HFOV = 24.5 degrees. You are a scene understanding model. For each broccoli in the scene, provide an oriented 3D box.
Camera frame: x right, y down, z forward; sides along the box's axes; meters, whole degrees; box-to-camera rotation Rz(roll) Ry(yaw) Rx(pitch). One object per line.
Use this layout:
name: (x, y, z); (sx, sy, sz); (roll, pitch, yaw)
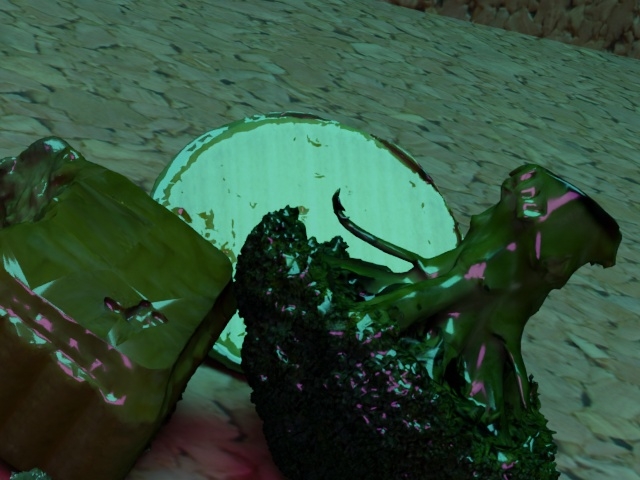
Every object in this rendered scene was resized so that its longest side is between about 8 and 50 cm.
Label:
broccoli: (0.075, 0.066, 1.093); (0.297, 0.297, 0.297); (41, -2, 1)

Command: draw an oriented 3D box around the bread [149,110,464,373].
bread: (-0.009, 0.005, 1.333); (0.301, 0.045, 0.301); (5, 56, -8)

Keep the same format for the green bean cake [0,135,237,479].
green bean cake: (-0.187, 0.042, 1.053); (0.233, 0.124, 0.236); (35, 29, -2)

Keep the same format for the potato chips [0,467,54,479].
potato chips: (-0.151, 0.196, 0.858); (0.228, 0.059, 0.167); (4, 27, -35)
